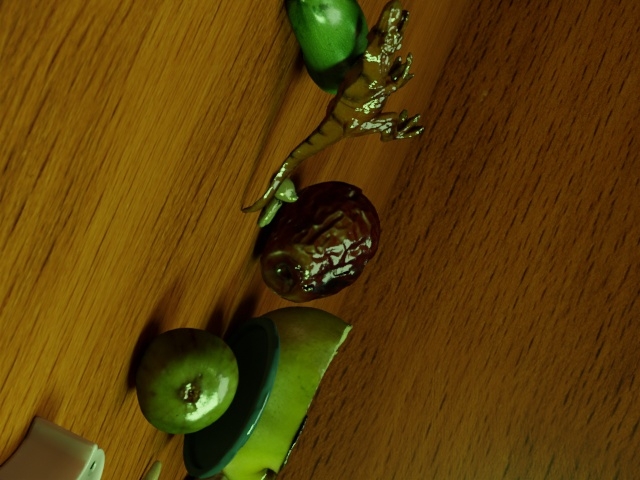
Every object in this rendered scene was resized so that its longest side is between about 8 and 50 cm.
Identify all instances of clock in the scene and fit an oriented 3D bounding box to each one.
[{"bbox_3d":[-0.333,0.358,1.209,0.275,0.080,0.290,-59,168,-46],"label":"clock"}]

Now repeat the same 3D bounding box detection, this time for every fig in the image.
[{"bbox_3d":[-0.187,0.176,1.551,0.186,0.148,0.142,-130,-142,-56],"label":"fig"}]

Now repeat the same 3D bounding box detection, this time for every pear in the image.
[{"bbox_3d":[-0.103,0.275,2.078,0.340,0.191,0.386,-66,176,36],"label":"pear"}]

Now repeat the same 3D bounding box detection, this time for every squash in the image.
[{"bbox_3d":[0.019,-0.296,1.680,0.395,0.107,0.107,62,51,-79],"label":"squash"}]

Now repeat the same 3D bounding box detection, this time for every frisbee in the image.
[{"bbox_3d":[-0.137,0.263,1.872,0.289,0.049,0.289,-49,-155,32],"label":"frisbee"}]

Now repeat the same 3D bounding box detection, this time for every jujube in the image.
[{"bbox_3d":[0.000,0.000,2.051,0.290,0.197,0.197,-42,154,-52],"label":"jujube"}]

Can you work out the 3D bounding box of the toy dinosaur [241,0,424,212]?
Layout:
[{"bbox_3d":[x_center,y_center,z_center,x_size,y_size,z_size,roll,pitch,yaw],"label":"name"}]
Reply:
[{"bbox_3d":[0.057,-0.183,1.698,0.208,0.097,0.432,-14,146,-44],"label":"toy dinosaur"}]

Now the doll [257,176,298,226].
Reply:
[{"bbox_3d":[-0.079,-0.069,1.921,0.093,0.051,0.061,-40,-176,22],"label":"doll"}]

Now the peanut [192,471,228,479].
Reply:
[{"bbox_3d":[-0.220,0.519,2.240,0.257,0.124,0.123,-35,147,-71],"label":"peanut"}]

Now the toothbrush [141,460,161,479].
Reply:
[{"bbox_3d":[-0.337,0.512,1.758,0.037,0.028,0.375,82,30,-59],"label":"toothbrush"}]
